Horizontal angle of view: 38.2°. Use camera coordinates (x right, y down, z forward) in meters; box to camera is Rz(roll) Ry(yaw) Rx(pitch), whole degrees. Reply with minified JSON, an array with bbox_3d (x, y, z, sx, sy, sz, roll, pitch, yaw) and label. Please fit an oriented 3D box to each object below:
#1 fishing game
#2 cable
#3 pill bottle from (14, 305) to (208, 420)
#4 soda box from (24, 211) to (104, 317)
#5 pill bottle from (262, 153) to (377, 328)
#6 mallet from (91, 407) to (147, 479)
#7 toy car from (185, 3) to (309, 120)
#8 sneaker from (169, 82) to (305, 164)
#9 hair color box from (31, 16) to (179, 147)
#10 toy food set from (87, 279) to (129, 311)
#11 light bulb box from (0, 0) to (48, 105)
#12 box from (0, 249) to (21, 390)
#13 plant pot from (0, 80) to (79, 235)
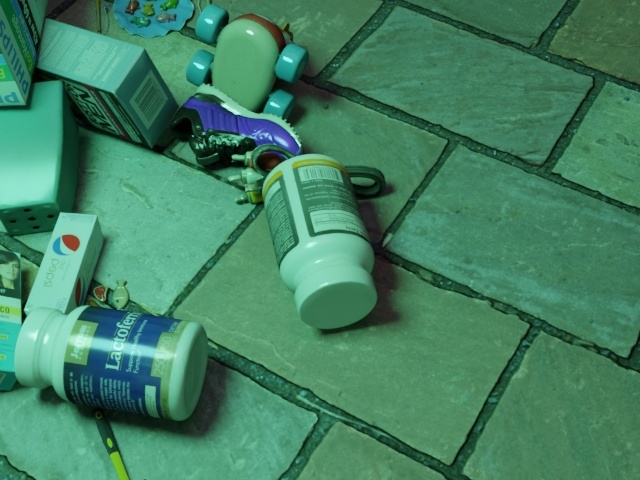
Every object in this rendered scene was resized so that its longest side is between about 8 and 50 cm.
[{"bbox_3d":[-0.376,-0.529,2.074,0.264,0.041,0.189,-4,53,-4],"label":"fishing game"},{"bbox_3d":[-0.023,-0.132,1.689,0.287,0.139,0.072,-7,41,-10],"label":"cable"},{"bbox_3d":[-0.318,0.182,1.417,0.265,0.153,0.153,8,51,7],"label":"pill bottle"},{"bbox_3d":[-0.432,0.056,1.570,0.069,0.074,0.216,5,50,4],"label":"soda box"},{"bbox_3d":[0.000,0.000,1.562,0.162,0.162,0.278,-9,52,-7],"label":"pill bottle"},{"bbox_3d":[-0.297,0.322,1.380,0.062,0.039,0.189,-15,48,-13],"label":"mallet"},{"bbox_3d":[-0.112,-0.385,1.867,0.219,0.210,0.238,27,42,8],"label":"toy car"},{"bbox_3d":[-0.169,-0.184,1.759,0.293,0.102,0.146,28,58,29],"label":"sneaker"},{"bbox_3d":[-0.478,-0.319,1.774,0.375,0.185,0.113,21,69,23],"label":"hair color box"},{"bbox_3d":[-0.361,0.117,1.555,0.078,0.019,0.122,-10,51,-8],"label":"toy food set"},{"bbox_3d":[-0.690,-0.435,1.621,0.358,0.225,0.361,-3,57,1],"label":"light bulb box"},{"bbox_3d":[-0.542,0.121,1.499,0.101,0.060,0.244,14,43,-33],"label":"box"},{"bbox_3d":[-0.531,-0.139,1.676,0.166,0.165,0.234,-7,64,-6],"label":"plant pot"}]
